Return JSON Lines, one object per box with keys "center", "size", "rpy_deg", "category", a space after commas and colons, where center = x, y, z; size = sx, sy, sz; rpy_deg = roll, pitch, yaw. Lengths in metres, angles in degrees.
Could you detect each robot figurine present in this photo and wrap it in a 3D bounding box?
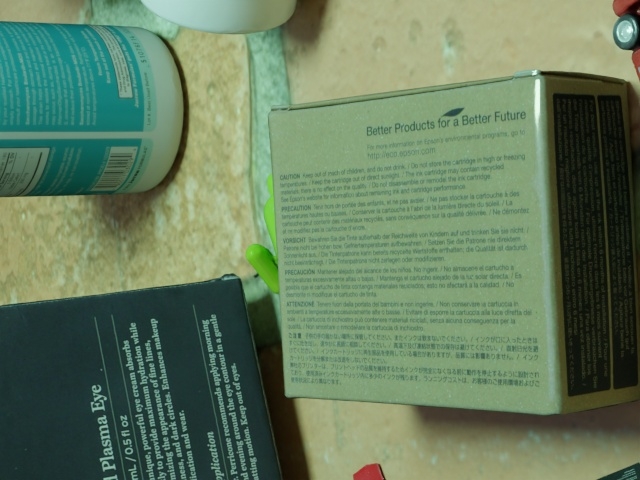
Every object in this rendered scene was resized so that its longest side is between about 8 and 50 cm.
{"center": [0.000, 0.000, 1.132], "size": [0.101, 0.067, 0.115], "rpy_deg": [-27, 65, 19], "category": "robot figurine"}

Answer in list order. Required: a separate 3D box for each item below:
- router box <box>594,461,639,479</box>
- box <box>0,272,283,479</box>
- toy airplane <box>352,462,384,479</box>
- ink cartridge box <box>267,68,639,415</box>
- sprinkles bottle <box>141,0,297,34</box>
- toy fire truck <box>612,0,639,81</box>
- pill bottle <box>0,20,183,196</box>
{"center": [0.173, 0.184, 0.921], "size": [0.122, 0.038, 0.092], "rpy_deg": [-36, 63, 51], "category": "router box"}
{"center": [-0.197, 0.224, 1.199], "size": [0.179, 0.312, 0.343], "rpy_deg": [142, 119, -61], "category": "box"}
{"center": [0.030, 0.237, 1.139], "size": [0.151, 0.028, 0.151], "rpy_deg": [2, 93, 56], "category": "toy airplane"}
{"center": [0.077, 0.004, 0.983], "size": [0.234, 0.088, 0.193], "rpy_deg": [-2, 90, 48], "category": "ink cartridge box"}
{"center": [-0.053, -0.324, 1.099], "size": [0.121, 0.121, 0.355], "rpy_deg": [45, 136, 44], "category": "sprinkles bottle"}
{"center": [0.230, -0.075, 0.814], "size": [0.135, 0.047, 0.192], "rpy_deg": [-39, 60, 49], "category": "toy fire truck"}
{"center": [-0.257, -0.108, 1.324], "size": [0.146, 0.264, 0.146], "rpy_deg": [4, 95, 55], "category": "pill bottle"}
